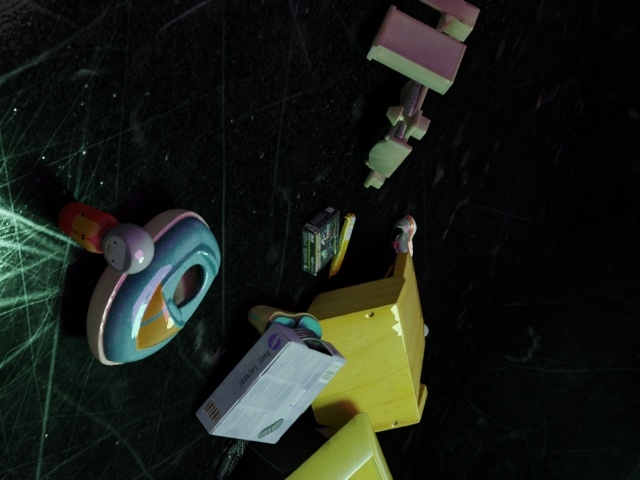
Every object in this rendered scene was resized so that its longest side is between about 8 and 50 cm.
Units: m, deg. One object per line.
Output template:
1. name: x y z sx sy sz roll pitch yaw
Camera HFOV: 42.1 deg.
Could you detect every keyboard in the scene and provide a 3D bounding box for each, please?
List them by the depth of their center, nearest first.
1. keyboard: -0.173 0.459 1.862 0.192 0.038 0.100 -64 154 -4

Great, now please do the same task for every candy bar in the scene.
1. candy bar: 0.049 0.012 1.908 0.040 0.018 0.161 -18 127 -61

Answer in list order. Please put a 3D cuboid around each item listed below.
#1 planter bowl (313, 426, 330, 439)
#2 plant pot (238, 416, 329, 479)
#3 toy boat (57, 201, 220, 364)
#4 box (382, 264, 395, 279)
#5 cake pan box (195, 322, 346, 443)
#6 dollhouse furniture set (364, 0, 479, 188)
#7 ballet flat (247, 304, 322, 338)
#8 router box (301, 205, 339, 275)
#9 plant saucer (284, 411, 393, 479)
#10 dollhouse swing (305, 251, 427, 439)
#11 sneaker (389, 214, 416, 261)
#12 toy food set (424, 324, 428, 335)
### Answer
1. planter bowl: 0.005 0.563 2.205 0.162 0.109 0.162 -42 146 -38
2. plant pot: -0.084 0.546 1.954 0.167 0.188 0.187 -9 121 -49
3. toy boat: -0.257 0.054 1.217 0.267 0.148 0.318 -57 153 -16
4. box: 0.158 0.259 2.250 0.322 0.079 0.257 -57 159 -16
5. cake pan box: -0.093 0.300 1.721 0.267 0.070 0.246 -50 149 8
6. dollhouse furniture set: 0.153 -0.332 1.782 0.303 0.174 0.355 -66 -173 -26
7. ballet flat: -0.073 0.174 1.750 0.080 0.073 0.232 -62 149 -2
8. router box: 0.000 0.000 1.781 0.092 0.038 0.122 -43 146 -39
9. plant saucer: 0.044 0.609 1.930 0.333 0.081 0.332 -39 136 -19
10. dollhouse swing: 0.111 0.235 2.033 0.305 0.315 0.346 -98 175 -61
11. sneaker: 0.203 0.003 2.169 0.065 0.061 0.158 -15 129 -24
12. toy food set: 0.233 0.317 2.440 0.232 0.111 0.104 -65 -173 -23
